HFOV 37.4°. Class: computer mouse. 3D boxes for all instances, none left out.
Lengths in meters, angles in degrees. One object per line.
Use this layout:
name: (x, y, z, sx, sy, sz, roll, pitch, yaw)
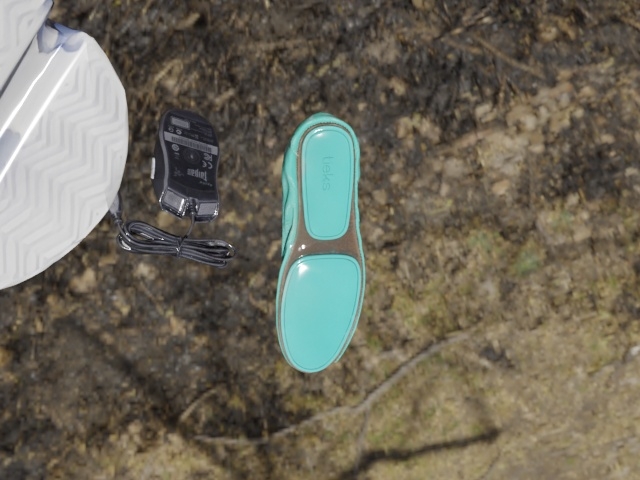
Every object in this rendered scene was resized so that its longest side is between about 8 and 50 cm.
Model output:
computer mouse: (-0.220, -0.074, 1.291, 0.184, 0.262, 0.060, 9, 144, -33)

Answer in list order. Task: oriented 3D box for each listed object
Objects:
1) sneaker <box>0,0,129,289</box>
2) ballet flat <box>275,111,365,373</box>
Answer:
sneaker: (-0.224, -0.101, 0.296, 0.315, 0.182, 0.127, 37, 85, -38)
ballet flat: (0.000, 0.000, 0.896, 0.083, 0.087, 0.247, 1, 106, -6)
